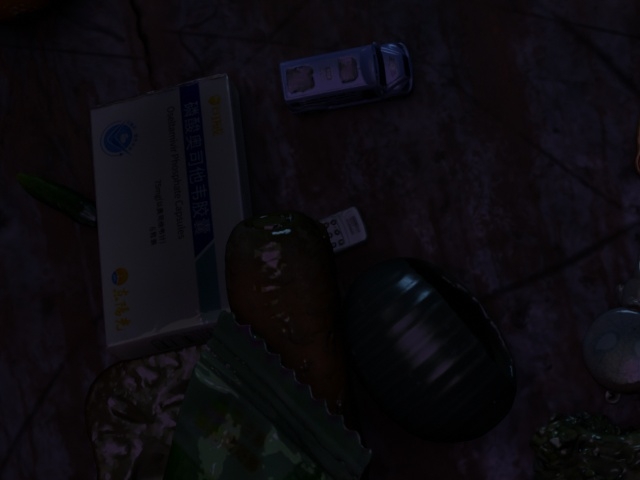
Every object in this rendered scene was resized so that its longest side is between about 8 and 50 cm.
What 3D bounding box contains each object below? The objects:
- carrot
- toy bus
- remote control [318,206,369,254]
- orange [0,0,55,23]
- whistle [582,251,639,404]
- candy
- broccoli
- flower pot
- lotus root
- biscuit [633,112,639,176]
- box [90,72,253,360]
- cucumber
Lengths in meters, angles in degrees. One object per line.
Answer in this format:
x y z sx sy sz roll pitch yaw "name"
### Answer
-0.035 0.117 1.645 0.138 0.139 0.302 -6 97 11 "carrot"
0.034 -0.211 1.820 0.167 0.076 0.073 -10 81 11 "toy bus"
0.000 0.000 1.832 0.124 0.018 0.053 -22 78 9 "remote control"
-0.434 -0.407 1.899 0.234 0.182 0.235 1 95 6 "orange"
0.386 0.095 1.721 0.107 0.057 0.220 14 81 27 "whistle"
-0.091 0.307 1.592 0.263 0.172 0.398 33 121 21 "candy"
0.350 0.233 1.617 0.198 0.177 0.275 28 131 -7 "broccoli"
0.127 0.133 1.700 0.157 0.189 0.243 -39 82 20 "flower pot"
-0.126 0.270 1.786 0.374 0.111 0.391 25 89 17 "lotus root"
0.452 -0.135 1.749 0.118 0.023 0.140 4 83 13 "biscuit"
-0.187 -0.033 1.808 0.200 0.065 0.343 -14 65 12 "box"
-0.342 -0.053 1.898 0.168 0.039 0.039 26 89 25 "cucumber"
